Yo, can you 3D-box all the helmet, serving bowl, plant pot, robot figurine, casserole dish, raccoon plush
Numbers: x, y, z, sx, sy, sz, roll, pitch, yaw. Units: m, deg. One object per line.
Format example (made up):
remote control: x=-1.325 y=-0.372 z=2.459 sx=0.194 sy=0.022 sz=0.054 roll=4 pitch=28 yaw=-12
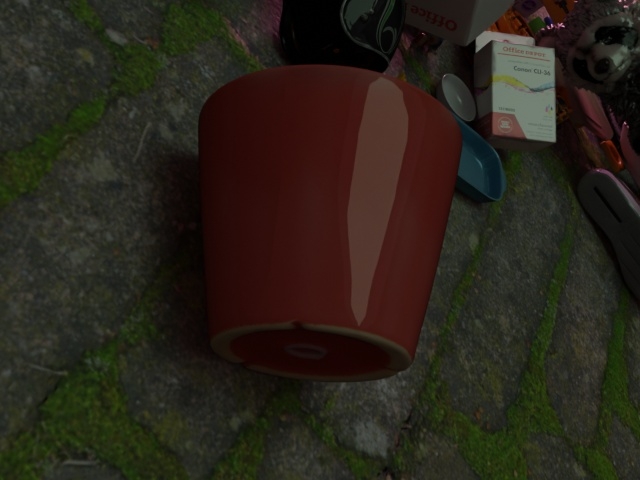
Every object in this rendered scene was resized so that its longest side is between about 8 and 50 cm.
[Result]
helmet: x=0.030 y=-0.305 z=1.164 sx=0.169 sy=0.169 sz=0.161 roll=14 pitch=74 yaw=-42
serving bowl: x=0.209 y=-0.219 z=1.410 sx=0.083 sy=0.027 sz=0.083 roll=26 pitch=50 yaw=-35
plant pot: x=0.000 y=0.000 z=0.891 sx=0.275 sy=0.275 sz=0.243 roll=23 pitch=62 yaw=-37
robot figurine: x=0.337 y=-0.297 z=1.551 sx=0.211 sy=0.085 sz=0.291 roll=-29 pitch=89 yaw=-50
casserole dish: x=0.208 y=-0.125 z=1.346 sx=0.188 sy=0.037 sz=0.114 roll=32 pitch=47 yaw=-32
raccoon plush: x=0.543 y=-0.320 z=1.611 sx=0.299 sy=0.216 sz=0.446 roll=41 pitch=16 yaw=3

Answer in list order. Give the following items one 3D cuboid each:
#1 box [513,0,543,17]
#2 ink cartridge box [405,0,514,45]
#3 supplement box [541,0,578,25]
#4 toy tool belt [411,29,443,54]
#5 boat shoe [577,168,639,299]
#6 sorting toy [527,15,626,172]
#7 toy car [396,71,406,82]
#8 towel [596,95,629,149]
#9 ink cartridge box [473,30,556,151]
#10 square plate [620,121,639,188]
box: x=0.312 y=-0.548 z=1.694 sx=0.324 sy=0.063 sz=0.067 roll=31 pitch=49 yaw=-31
ink cartridge box: x=0.192 y=-0.461 z=1.288 sx=0.198 sy=0.270 sz=0.197 roll=27 pitch=43 yaw=18
supplement box: x=0.448 y=-0.503 z=1.703 sx=0.080 sy=0.078 sz=0.233 roll=-26 pitch=89 yaw=-53
toy tool belt: x=0.182 y=-0.322 z=1.426 sx=0.051 sy=0.052 sz=0.083 roll=40 pitch=43 yaw=-11
boat shoe: x=0.580 y=-0.007 z=1.625 sx=0.094 sy=0.109 sz=0.302 roll=-27 pitch=85 yaw=-53
sorting toy: x=0.475 y=-0.275 z=1.703 sx=0.196 sy=0.047 sz=0.347 roll=7 pitch=58 yaw=-54
toy car: x=0.128 y=-0.186 z=1.284 sx=0.040 sy=0.060 sz=0.122 roll=68 pitch=32 yaw=-47
towel: x=0.655 y=-0.294 z=1.874 sx=0.235 sy=0.121 sz=0.283 roll=21 pitch=52 yaw=-41
ink cartridge box: x=0.310 y=-0.249 z=1.434 sx=0.115 sy=0.067 sz=0.198 roll=4 pitch=79 yaw=-16
square plate: x=0.685 y=-0.015 z=1.691 sx=0.347 sy=0.049 sz=0.344 roll=39 pitch=26 yaw=-44
